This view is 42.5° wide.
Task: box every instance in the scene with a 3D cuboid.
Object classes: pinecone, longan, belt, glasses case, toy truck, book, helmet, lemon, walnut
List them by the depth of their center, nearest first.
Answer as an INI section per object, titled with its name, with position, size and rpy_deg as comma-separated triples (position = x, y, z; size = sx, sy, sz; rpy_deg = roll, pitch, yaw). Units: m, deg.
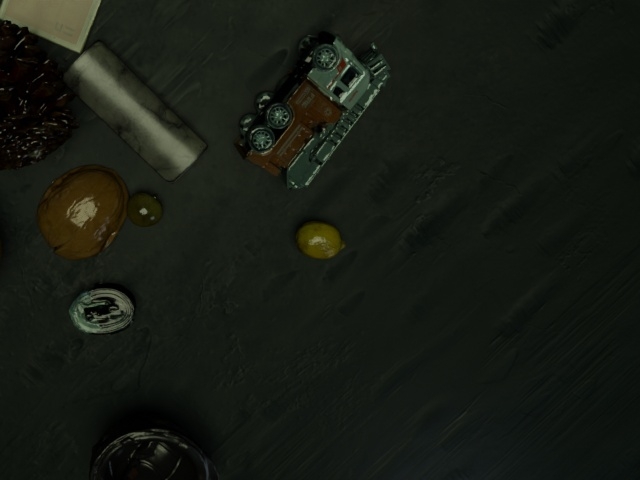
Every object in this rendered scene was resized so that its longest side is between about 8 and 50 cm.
[pinecone]
position = -0.584, -0.272, 1.525
size = 0.246, 0.246, 0.292
rpy_deg = -14, 86, -6
[book]
position = -0.497, -0.504, 1.578
size = 0.170, 0.018, 0.241
rpy_deg = 23, 98, -13
[glasses case]
position = -0.368, -0.254, 1.638
size = 0.114, 0.060, 0.299
rpy_deg = -45, 106, 3
[walnut]
position = -0.483, -0.054, 1.654
size = 0.167, 0.087, 0.211
rpy_deg = 34, 96, -12
[toy truck]
position = -0.010, -0.273, 1.661
size = 0.184, 0.133, 0.338
rpy_deg = 36, 98, -26
[longan]
position = -0.357, -0.068, 1.686
size = 0.075, 0.075, 0.083
rpy_deg = 35, 55, -15
[belt]
position = -0.454, 0.144, 1.720
size = 0.140, 0.058, 0.105
rpy_deg = -9, 101, -7
[lemon]
position = 0.000, 0.000, 1.751
size = 0.111, 0.082, 0.082
rpy_deg = 7, 102, -15
[helmet]
position = -0.364, 0.477, 1.765
size = 0.279, 0.160, 0.230
rpy_deg = 29, 98, -30

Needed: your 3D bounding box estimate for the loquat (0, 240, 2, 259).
[loquat]
position = -0.734, 0.029, 1.538
size = 0.263, 0.263, 0.263
rpy_deg = -2, 104, -9
